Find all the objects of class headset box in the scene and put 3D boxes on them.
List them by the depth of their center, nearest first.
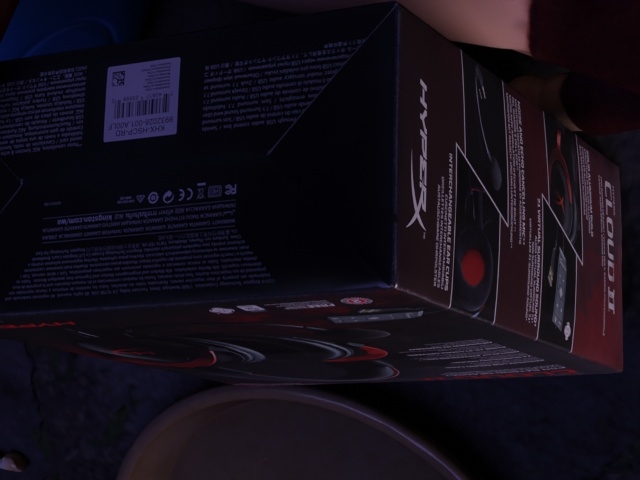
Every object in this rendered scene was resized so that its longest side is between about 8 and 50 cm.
[{"bbox_3d":[0.000,0.000,0.723,0.218,0.293,0.110,-4,77,27],"label":"headset box"}]

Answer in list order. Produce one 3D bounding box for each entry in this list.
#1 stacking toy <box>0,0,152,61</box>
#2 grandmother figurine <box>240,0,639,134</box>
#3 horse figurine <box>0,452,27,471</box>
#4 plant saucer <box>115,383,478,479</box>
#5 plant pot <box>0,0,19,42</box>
[{"bbox_3d":[-0.245,-0.157,0.841,0.302,0.175,0.166,38,127,19],"label":"stacking toy"},{"bbox_3d":[0.103,-0.111,0.694,0.342,0.104,0.208,19,157,19],"label":"grandmother figurine"},{"bbox_3d":[-0.285,0.062,1.008,0.174,0.066,0.263,4,118,18],"label":"horse figurine"},{"bbox_3d":[0.003,0.199,0.948,0.278,0.041,0.278,11,118,22],"label":"plant saucer"},{"bbox_3d":[-0.245,-0.218,0.648,0.267,0.236,0.267,6,138,27],"label":"plant pot"}]
